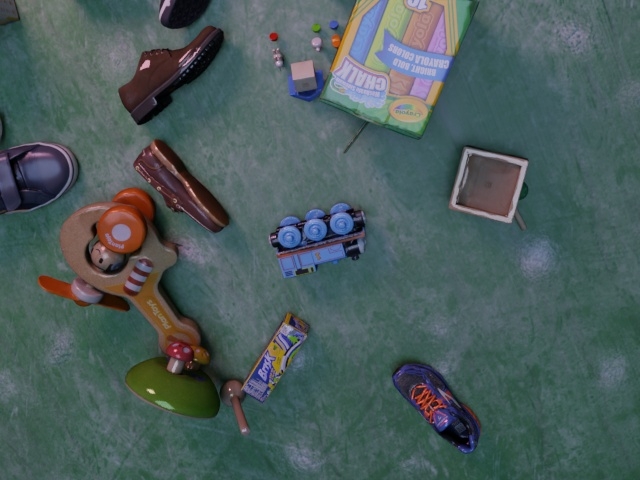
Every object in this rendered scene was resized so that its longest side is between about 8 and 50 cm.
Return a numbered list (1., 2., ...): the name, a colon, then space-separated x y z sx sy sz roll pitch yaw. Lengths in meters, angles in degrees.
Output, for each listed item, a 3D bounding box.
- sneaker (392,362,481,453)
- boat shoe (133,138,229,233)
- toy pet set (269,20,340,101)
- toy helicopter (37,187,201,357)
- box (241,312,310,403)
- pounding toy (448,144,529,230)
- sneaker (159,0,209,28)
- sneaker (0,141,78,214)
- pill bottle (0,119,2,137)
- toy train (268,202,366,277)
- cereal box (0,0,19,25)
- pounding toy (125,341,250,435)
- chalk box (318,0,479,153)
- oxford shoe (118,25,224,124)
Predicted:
1. sneaker: 0.227 0.318 1.254 0.221 0.087 0.083 41 103 -5
2. boat shoe: -0.257 -0.088 1.216 0.073 0.073 0.207 -42 89 15
3. toy pet set: -0.020 -0.310 1.155 0.122 0.065 0.114 -9 68 5
4. toy helicopter: -0.356 0.093 1.241 0.235 0.140 0.355 -30 111 5
5. box: -0.087 0.227 1.277 0.054 0.059 0.169 32 104 -4
6. pounding toy: 0.308 -0.088 1.155 0.141 0.100 0.130 15 104 13
7. sneaker: -0.230 -0.481 1.127 0.097 0.084 0.234 32 105 22
8. sneaker: -0.618 -0.098 1.221 0.321 0.127 0.126 -14 100 7
9. pill bottle: -0.686 -0.213 1.214 0.169 0.094 0.094 6 104 4
10. toy train: 0.000 0.000 1.209 0.184 0.080 0.105 -14 111 7
11. cereal box: -0.646 -0.379 1.095 0.173 0.240 0.047 -10 102 8
12. pounding toy: -0.231 0.250 1.228 0.237 0.183 0.110 23 91 -16
13. chalk box: 0.113 -0.274 1.078 0.179 0.180 0.289 21 106 1
14. oxford shoe: -0.269 -0.309 1.157 0.227 0.083 0.096 -37 93 11
